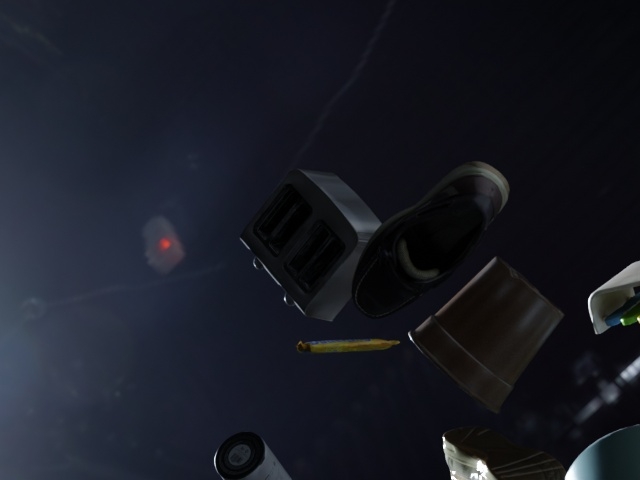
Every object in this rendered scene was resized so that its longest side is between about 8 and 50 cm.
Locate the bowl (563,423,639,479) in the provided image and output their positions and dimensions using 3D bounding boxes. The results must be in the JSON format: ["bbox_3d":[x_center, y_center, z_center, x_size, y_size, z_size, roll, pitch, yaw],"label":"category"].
[{"bbox_3d":[0.451,0.403,1.650,0.311,0.311,0.163,42,-149,-7],"label":"bowl"}]

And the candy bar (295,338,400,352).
[{"bbox_3d":[0.039,0.152,1.879,0.161,0.018,0.040,1,177,-31],"label":"candy bar"}]

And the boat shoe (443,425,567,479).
[{"bbox_3d":[0.276,0.363,1.935,0.109,0.098,0.302,-8,-169,-22],"label":"boat shoe"}]

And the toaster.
[{"bbox_3d":[0.000,0.000,1.860,0.168,0.186,0.110,49,-159,24],"label":"toaster"}]

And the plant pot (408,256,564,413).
[{"bbox_3d":[0.238,0.123,1.793,0.167,0.165,0.167,41,-174,-5],"label":"plant pot"}]

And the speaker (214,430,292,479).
[{"bbox_3d":[-0.053,0.249,1.294,0.136,0.055,0.055,60,180,-44],"label":"speaker"}]

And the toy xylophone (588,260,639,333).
[{"bbox_3d":[0.597,0.064,2.157,0.081,0.236,0.322,62,156,-5],"label":"toy xylophone"}]

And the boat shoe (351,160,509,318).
[{"bbox_3d":[0.124,0.013,1.635,0.103,0.285,0.092,43,-143,-5],"label":"boat shoe"}]
